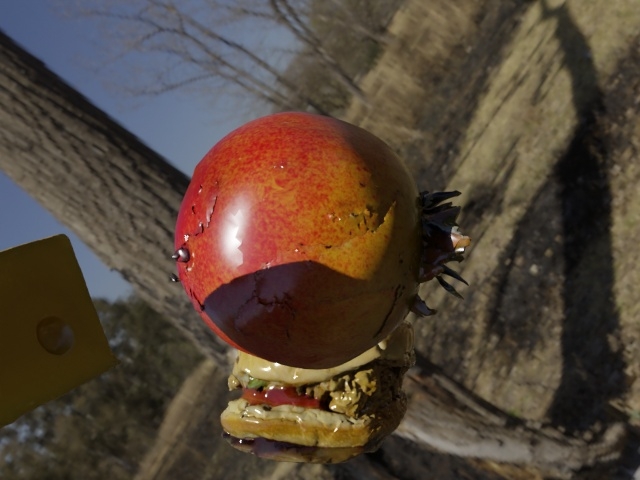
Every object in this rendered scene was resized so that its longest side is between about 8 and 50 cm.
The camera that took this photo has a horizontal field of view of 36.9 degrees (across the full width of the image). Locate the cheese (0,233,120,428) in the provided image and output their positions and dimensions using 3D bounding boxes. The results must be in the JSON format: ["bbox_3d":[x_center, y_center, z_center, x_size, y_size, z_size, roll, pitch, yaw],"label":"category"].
[{"bbox_3d":[-0.218,0.070,0.533,0.126,0.093,0.171,-19,5,22],"label":"cheese"}]

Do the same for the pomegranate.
[{"bbox_3d":[0.000,0.000,0.771,0.210,0.235,0.210,-1,-90,-85],"label":"pomegranate"}]

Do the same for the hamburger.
[{"bbox_3d":[-0.002,0.168,1.170,0.244,0.245,0.162,-93,3,-84],"label":"hamburger"}]
